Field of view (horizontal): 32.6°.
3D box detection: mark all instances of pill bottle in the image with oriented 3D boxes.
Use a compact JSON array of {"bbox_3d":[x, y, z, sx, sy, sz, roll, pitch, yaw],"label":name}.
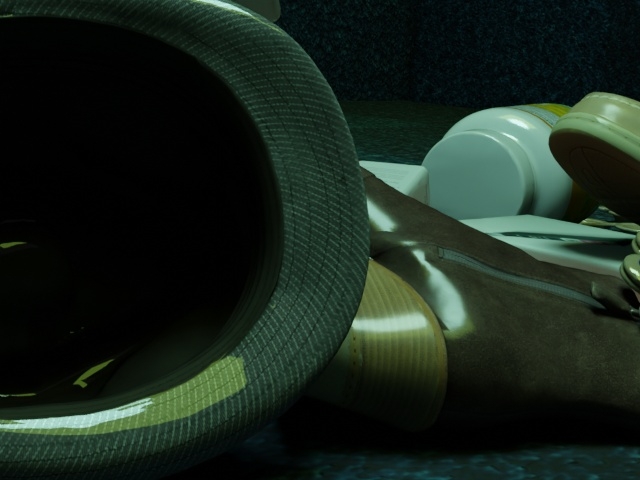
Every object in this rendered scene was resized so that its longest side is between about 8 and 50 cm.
[{"bbox_3d":[0.189,-0.062,1.066,0.136,0.136,0.246,9,12,27],"label":"pill bottle"}]

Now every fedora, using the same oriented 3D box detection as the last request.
[{"bbox_3d":[-0.126,0.003,0.522,0.275,0.243,0.124,-13,-13,-20],"label":"fedora"}]

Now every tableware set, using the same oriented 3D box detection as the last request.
[{"bbox_3d":[0.347,-0.018,1.199,0.141,0.020,0.169,-5,14,-36],"label":"tableware set"}]

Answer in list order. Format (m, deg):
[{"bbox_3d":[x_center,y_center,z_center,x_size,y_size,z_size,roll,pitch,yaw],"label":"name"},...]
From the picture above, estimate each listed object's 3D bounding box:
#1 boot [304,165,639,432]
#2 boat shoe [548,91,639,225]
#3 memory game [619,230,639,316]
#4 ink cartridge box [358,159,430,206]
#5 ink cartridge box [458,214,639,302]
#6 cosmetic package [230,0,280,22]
[{"bbox_3d":[0.070,0.020,0.629,0.207,0.090,0.248,8,33,-13],"label":"boot"},{"bbox_3d":[0.321,-0.041,0.788,0.341,0.110,0.122,22,-5,-17],"label":"boat shoe"},{"bbox_3d":[0.251,0.050,0.605,0.186,0.012,0.186,17,31,-11],"label":"memory game"},{"bbox_3d":[0.000,0.000,0.766,0.109,0.063,0.150,8,31,25],"label":"ink cartridge box"},{"bbox_3d":[0.170,0.036,0.753,0.239,0.060,0.275,-4,13,-41],"label":"ink cartridge box"},{"bbox_3d":[-0.276,-0.135,0.600,0.453,0.161,0.230,-30,45,-20],"label":"cosmetic package"}]
